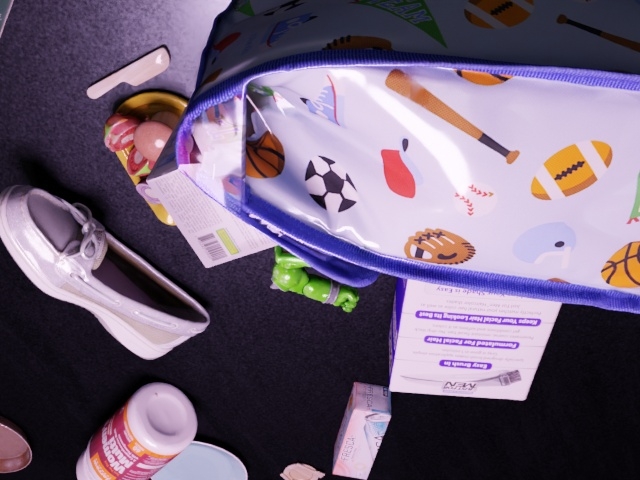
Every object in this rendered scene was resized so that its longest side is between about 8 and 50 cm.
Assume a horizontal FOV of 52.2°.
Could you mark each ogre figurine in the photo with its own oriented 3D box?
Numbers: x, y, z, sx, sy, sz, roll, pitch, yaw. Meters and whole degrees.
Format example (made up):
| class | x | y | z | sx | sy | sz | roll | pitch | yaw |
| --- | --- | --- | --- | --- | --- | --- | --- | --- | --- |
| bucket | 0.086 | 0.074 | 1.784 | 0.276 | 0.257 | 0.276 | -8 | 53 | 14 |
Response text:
| class | x | y | z | sx | sy | sz | roll | pitch | yaw |
| --- | --- | --- | --- | --- | --- | --- | --- | --- | --- |
| ogre figurine | 0.000 | 0.000 | 0.809 | 0.118 | 0.097 | 0.197 | 1 | 140 | -10 |

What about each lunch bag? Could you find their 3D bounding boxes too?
| class | x | y | z | sx | sy | sz | roll | pitch | yaw |
| --- | --- | --- | --- | --- | --- | --- | --- | --- | --- |
| lunch bag | 0.097 | -0.130 | 0.555 | 0.385 | 0.328 | 0.239 | 7 | 130 | -3 |

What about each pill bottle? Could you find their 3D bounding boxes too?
| class | x | y | z | sx | sy | sz | roll | pitch | yaw |
| --- | --- | --- | --- | --- | --- | --- | --- | --- | --- |
| pill bottle | -0.309 | 0.337 | 1.078 | 0.121 | 0.121 | 0.221 | 34 | 123 | -20 |

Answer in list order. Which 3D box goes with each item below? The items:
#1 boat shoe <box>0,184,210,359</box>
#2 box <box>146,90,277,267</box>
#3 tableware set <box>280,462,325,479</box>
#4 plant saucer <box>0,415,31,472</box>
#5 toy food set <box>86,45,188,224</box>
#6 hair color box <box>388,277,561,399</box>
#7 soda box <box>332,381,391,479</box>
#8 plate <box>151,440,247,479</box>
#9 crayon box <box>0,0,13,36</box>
| class | x | y | z | sx | sy | sz | roll | pitch | yaw |
| --- | --- | --- | --- | --- | --- | --- | --- | --- | --- |
| boat shoe | -0.277 | 0.037 | 0.853 | 0.103 | 0.118 | 0.320 | -26 | 125 | 16 |
| box | -0.083 | -0.087 | 0.678 | 0.103 | 0.203 | 0.114 | -18 | 122 | 17 |
| tableware set | -0.044 | 0.477 | 1.228 | 0.168 | 0.020 | 0.141 | -34 | 118 | 26 |
| plant saucer | -0.601 | 0.360 | 1.180 | 0.168 | 0.029 | 0.169 | 3 | 128 | 4 |
| toy food set | -0.188 | -0.096 | 0.763 | 0.128 | 0.071 | 0.218 | -15 | 125 | 16 |
| hair color box | 0.190 | 0.047 | 0.794 | 0.185 | 0.110 | 0.339 | 4 | 128 | 1 |
| soda box | 0.066 | 0.314 | 1.068 | 0.062 | 0.058 | 0.183 | 10 | 128 | -3 |
| plate | -0.225 | 0.415 | 1.193 | 0.188 | 0.024 | 0.188 | 2 | 127 | 3 |
| crayon box | -0.375 | -0.300 | 0.549 | 0.319 | 0.081 | 0.202 | 50 | 124 | 12 |
